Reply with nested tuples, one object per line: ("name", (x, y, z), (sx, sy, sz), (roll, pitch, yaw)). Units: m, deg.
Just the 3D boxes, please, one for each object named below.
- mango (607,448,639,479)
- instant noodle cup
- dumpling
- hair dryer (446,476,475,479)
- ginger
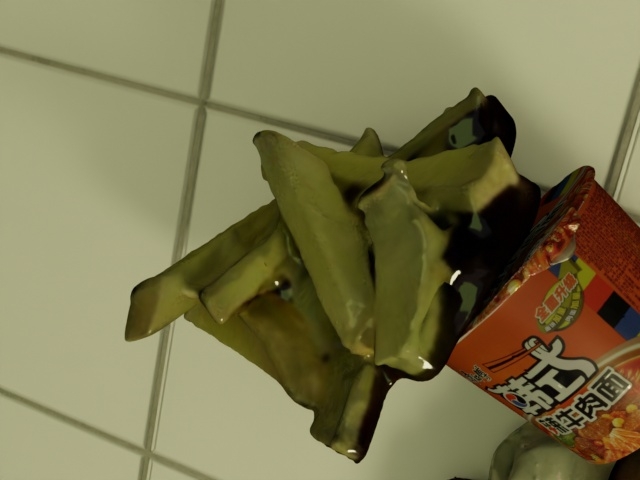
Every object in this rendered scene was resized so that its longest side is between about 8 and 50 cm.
("mango", (0.380, 0.324, 0.858), (0.201, 0.152, 0.287), (-16, 76, 26))
("instant noodle cup", (0.252, 0.080, 0.857), (0.192, 0.250, 0.250), (40, 113, 2))
("dumpling", (0.251, 0.265, 0.955), (0.136, 0.118, 0.199), (22, 70, 20))
("hair dryer", (0.232, 0.405, 1.022), (0.251, 0.089, 0.197), (17, 105, 9))
("ginger", (0.000, 0.000, 0.857), (0.211, 0.358, 0.413), (35, 111, -24))
